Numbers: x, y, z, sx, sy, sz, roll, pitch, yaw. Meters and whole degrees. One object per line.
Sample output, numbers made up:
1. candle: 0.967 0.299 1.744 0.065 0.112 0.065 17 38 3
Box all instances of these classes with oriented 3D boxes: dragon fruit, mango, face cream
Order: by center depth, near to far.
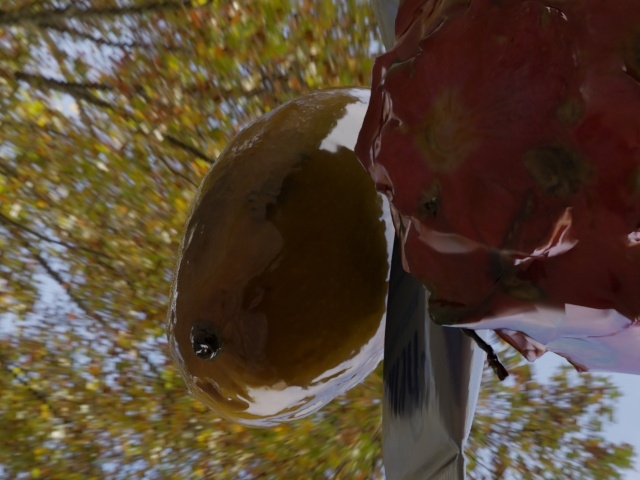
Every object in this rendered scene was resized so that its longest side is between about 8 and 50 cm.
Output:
1. dragon fruit: 0.145 -0.038 0.659 0.268 0.210 0.205 22 -54 -31
2. face cream: 0.075 -0.036 0.872 0.137 0.235 0.420 6 -109 -4
3. mango: 0.000 -0.004 1.041 0.144 0.359 0.187 0 -61 22
